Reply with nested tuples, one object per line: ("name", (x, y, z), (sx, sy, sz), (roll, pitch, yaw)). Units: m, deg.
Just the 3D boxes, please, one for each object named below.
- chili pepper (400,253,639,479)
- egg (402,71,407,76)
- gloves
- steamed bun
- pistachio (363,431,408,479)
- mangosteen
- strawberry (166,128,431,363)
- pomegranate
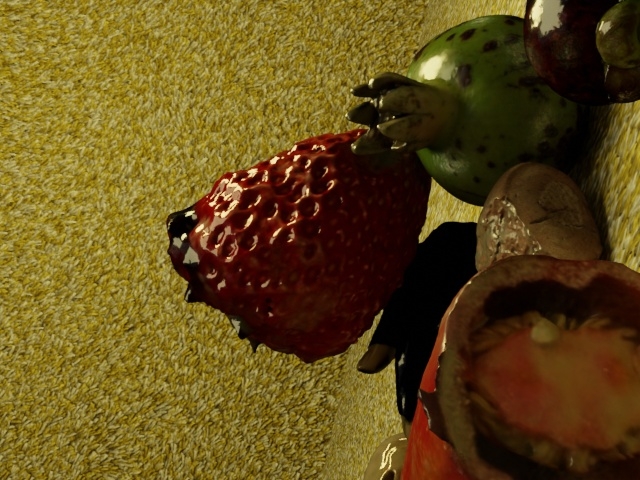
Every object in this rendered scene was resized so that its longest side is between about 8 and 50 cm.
("chili pepper", (0.181, 0.187, 0.847), (0.305, 0.229, 0.251), (93, -177, -48))
("egg", (0.208, -0.227, 1.825), (0.253, 0.186, 0.186), (117, 167, -85))
("gloves", (0.156, 0.120, 1.333), (0.152, 0.197, 0.301), (34, -116, -66))
("steamed bun", (0.233, 0.012, 1.118), (0.175, 0.106, 0.145), (-105, 22, -46))
("pistachio", (0.121, 0.382, 1.447), (0.152, 0.126, 0.223), (2, -81, -59))
("mangosteen", (0.289, -0.220, 0.989), (0.184, 0.172, 0.172), (-36, 37, 56))
("strawberry", (-0.008, 0.010, 1.306), (0.292, 0.310, 0.292), (45, -145, -44))
("pomegranate", (0.175, -0.170, 1.228), (0.242, 0.306, 0.242), (-165, 90, -70))
